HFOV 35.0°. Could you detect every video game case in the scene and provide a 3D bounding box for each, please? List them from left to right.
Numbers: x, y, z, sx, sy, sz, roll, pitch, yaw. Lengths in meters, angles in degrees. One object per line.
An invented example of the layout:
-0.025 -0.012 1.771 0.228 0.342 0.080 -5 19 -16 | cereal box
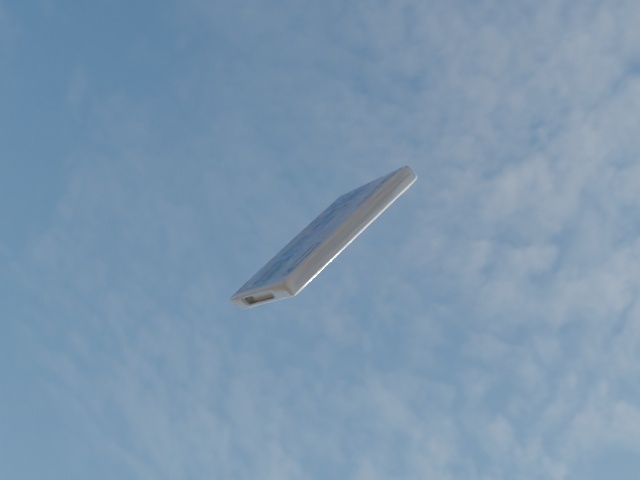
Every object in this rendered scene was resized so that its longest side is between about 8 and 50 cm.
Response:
0.000 0.000 0.896 0.019 0.157 0.143 50 -23 -8 | video game case
